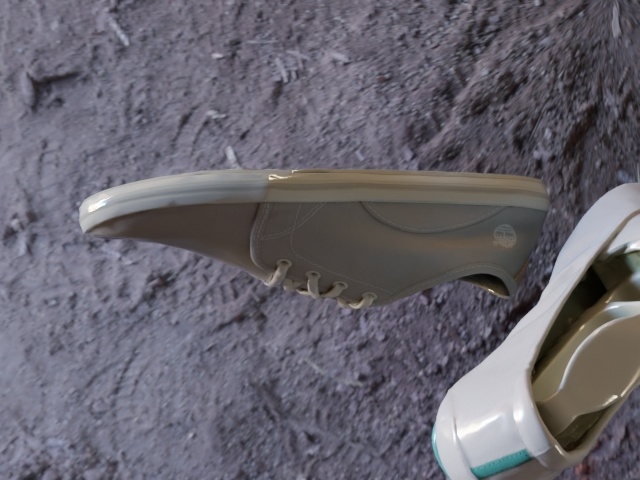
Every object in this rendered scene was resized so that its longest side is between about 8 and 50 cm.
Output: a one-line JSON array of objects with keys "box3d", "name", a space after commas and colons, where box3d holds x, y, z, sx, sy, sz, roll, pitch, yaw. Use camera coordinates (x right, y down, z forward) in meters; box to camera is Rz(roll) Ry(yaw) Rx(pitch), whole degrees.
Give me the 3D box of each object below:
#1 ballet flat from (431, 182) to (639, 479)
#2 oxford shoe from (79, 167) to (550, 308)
[{"box3d": [0.245, 0.065, 0.805, 0.139, 0.400, 0.139, 28, 138, 27], "name": "ballet flat"}, {"box3d": [0.000, 0.000, 0.925, 0.449, 0.169, 0.130, 1, 89, -8], "name": "oxford shoe"}]
